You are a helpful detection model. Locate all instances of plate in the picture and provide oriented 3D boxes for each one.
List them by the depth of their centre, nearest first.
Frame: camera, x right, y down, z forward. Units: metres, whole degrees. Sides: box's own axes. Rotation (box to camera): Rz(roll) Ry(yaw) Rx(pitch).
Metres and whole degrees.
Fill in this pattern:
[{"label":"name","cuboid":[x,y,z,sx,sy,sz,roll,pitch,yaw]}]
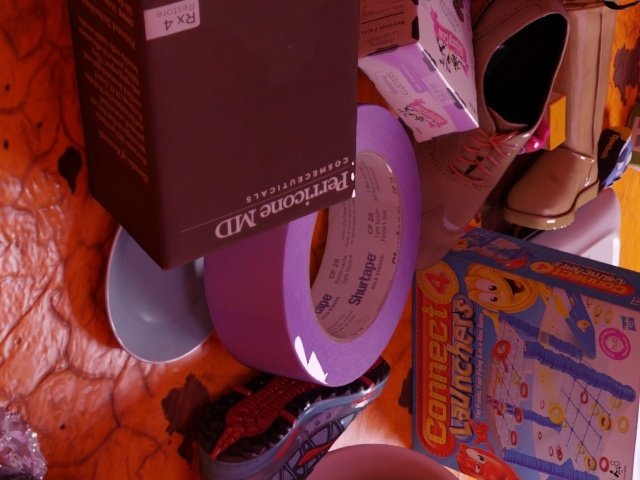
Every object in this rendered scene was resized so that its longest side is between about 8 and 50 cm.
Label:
[{"label":"plate","cuboid":[-0.133,0.019,1.167,0.188,0.024,0.188,-29,127,-47]},{"label":"plate","cuboid":[0.342,0.096,1.773,0.277,0.045,0.278,-29,127,-44]}]

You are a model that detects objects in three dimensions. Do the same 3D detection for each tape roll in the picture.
[{"label":"tape roll","cuboid":[0.000,0.000,1.258,0.275,0.090,0.275,-27,122,-55]}]

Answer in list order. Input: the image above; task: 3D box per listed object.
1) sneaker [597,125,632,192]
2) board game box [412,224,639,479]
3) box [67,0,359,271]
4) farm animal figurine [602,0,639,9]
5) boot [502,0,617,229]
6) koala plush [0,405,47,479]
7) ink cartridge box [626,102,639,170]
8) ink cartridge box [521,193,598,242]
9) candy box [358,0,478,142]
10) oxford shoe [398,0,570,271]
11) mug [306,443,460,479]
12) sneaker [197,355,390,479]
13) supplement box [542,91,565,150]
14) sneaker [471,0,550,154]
[{"label":"sneaker","cuboid":[0.412,-0.103,1.864,0.144,0.053,0.059,-48,141,-31]},{"label":"board game box","cuboid":[0.256,0.160,1.533,0.086,0.302,0.308,-30,127,-45]},{"label":"box","cuboid":[-0.082,-0.185,0.966,0.191,0.143,0.381,-23,135,-26]},{"label":"farm animal figurine","cuboid":[0.284,-0.401,1.437,0.330,0.172,0.327,-10,70,-53]},{"label":"boot","cuboid":[0.309,-0.169,1.667,0.236,0.089,0.270,-34,131,-57]},{"label":"koala plush","cuboid":[-0.230,0.249,1.030,0.221,0.203,0.196,35,87,-33]},{"label":"ink cartridge box","cuboid":[0.600,-0.129,2.000,0.255,0.188,0.097,11,93,-57]},{"label":"ink cartridge box","cuboid":[0.308,0.061,1.790,0.223,0.045,0.224,-25,125,-46]},{"label":"candy box","cuboid":[0.094,-0.223,1.273,0.165,0.070,0.196,43,41,-54]},{"label":"oxford shoe","cuboid":[0.156,-0.112,1.369,0.123,0.130,0.348,16,108,-16]},{"label":"mug","cuboid":[0.047,0.437,1.427,0.374,0.276,0.328,-34,146,-2]},{"label":"sneaker","cuboid":[-0.034,0.190,1.341,0.262,0.104,0.125,-26,139,-40]},{"label":"supplement box","cuboid":[0.247,-0.153,1.565,0.036,0.098,0.062,-34,132,-38]},{"label":"sneaker","cuboid":[0.202,-0.236,1.454,0.121,0.112,0.299,-43,136,-36]}]
